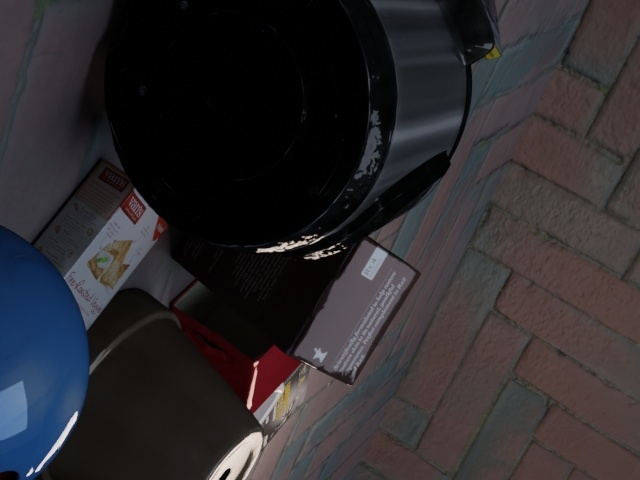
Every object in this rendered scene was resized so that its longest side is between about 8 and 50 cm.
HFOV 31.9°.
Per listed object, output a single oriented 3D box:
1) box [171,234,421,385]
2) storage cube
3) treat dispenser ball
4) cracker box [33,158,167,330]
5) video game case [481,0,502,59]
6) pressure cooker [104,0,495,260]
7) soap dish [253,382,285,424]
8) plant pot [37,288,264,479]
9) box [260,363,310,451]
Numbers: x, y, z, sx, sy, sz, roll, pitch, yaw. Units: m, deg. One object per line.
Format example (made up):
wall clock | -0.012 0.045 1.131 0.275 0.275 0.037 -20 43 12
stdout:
box | -0.047 0.035 1.635 0.143 0.381 0.191 32 91 -35
storage cube | -0.135 0.159 1.937 0.215 0.184 0.193 -44 159 -38
treat dispenser ball | -0.363 0.115 1.049 0.288 0.288 0.288 -50 161 -24
cracker box | -0.305 0.028 1.437 0.232 0.067 0.156 -55 163 -13
video game case | 0.264 -0.473 1.932 0.248 0.035 0.275 14 68 -72
pressure cooker | -0.007 -0.190 1.375 0.420 0.370 0.375 -23 135 -64
soap dish | -0.183 0.303 2.168 0.229 0.118 0.291 -53 162 -15
plant pot | -0.250 0.282 1.672 0.323 0.280 0.323 -49 162 -23
box | -0.101 0.365 2.610 0.183 0.056 0.231 -46 160 -32
